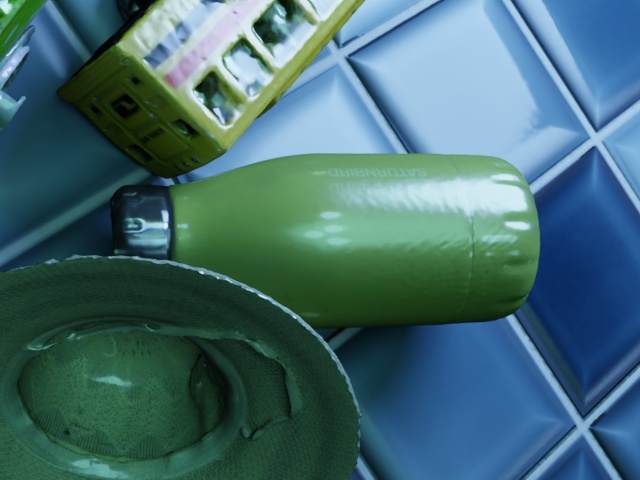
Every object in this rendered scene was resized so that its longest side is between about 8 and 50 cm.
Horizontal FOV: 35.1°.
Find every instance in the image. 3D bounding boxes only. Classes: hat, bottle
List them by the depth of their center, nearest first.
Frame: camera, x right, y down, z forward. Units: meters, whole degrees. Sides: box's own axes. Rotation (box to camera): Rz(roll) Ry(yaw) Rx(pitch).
[{"bbox_3d":[-0.106,0.077,0.558,0.252,0.252,0.110,22,32,-19],"label":"hat"},{"bbox_3d":[0.000,0.000,0.639,0.260,0.112,0.112,-1,78,-13],"label":"bottle"}]

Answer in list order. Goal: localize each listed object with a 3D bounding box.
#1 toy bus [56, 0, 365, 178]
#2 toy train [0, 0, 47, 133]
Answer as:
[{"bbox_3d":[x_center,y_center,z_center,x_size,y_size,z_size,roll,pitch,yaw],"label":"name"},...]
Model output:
[{"bbox_3d":[-0.025,-0.193,0.674,0.123,0.121,0.335,46,63,-16],"label":"toy bus"},{"bbox_3d":[-0.243,-0.078,0.472,0.173,0.249,0.307,36,65,-16],"label":"toy train"}]
